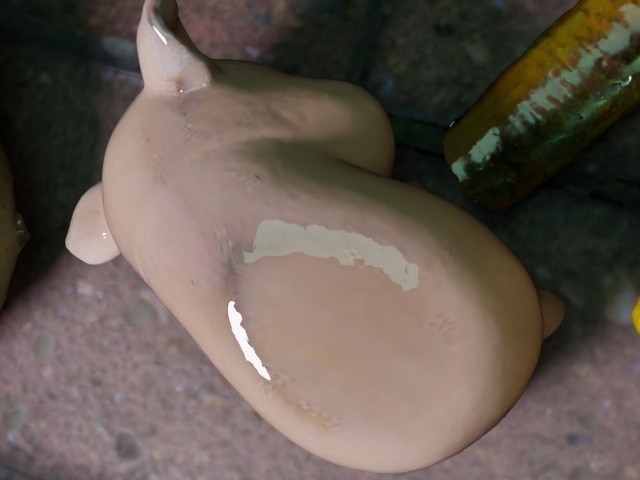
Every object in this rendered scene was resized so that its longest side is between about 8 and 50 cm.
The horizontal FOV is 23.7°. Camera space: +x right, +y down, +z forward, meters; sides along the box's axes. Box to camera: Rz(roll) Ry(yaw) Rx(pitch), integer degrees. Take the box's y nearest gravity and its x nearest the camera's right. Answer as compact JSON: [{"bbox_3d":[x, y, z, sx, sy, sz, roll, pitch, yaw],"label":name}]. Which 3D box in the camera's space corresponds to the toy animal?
[{"bbox_3d":[-0.008,0.009,0.751,0.250,0.154,0.166,39,112,18],"label":"toy animal"}]

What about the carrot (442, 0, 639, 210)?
[{"bbox_3d":[0.170,-0.111,0.772,0.260,0.070,0.070,-40,75,8],"label":"carrot"}]

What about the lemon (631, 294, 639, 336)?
[{"bbox_3d":[0.287,0.033,0.608,0.297,0.297,0.297,-2,82,14],"label":"lemon"}]

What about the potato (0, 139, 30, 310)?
[{"bbox_3d":[-0.252,-0.048,0.820,0.165,0.165,0.262,-13,86,12],"label":"potato"}]
